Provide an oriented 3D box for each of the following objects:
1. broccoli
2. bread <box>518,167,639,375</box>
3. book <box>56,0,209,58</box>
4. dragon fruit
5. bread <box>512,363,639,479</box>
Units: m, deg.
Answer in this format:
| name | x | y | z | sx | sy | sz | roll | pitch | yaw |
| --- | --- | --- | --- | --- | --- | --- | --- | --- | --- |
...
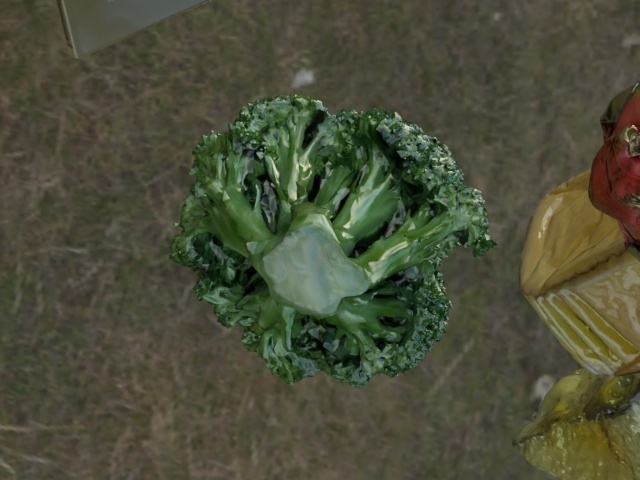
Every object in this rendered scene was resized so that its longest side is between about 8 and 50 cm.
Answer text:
| name | x | y | z | sx | sy | sz | roll | pitch | yaw |
| --- | --- | --- | --- | --- | --- | --- | --- | --- | --- |
| broccoli | 0.000 | 0.000 | 1.081 | 0.269 | 0.261 | 0.241 | 44 | 16 | -8 |
| bread | 0.261 | -0.018 | 0.797 | 0.119 | 0.288 | 0.152 | 40 | 45 | -21 |
| book | -0.151 | -0.251 | 0.955 | 0.138 | 0.016 | 0.198 | -30 | 131 | -30 |
| dragon fruit | 0.143 | -0.029 | 0.462 | 0.081 | 0.086 | 0.116 | 54 | 15 | 4 |
| bread | 0.283 | 0.137 | 1.040 | 0.133 | 0.251 | 0.174 | 46 | 64 | 5 |
